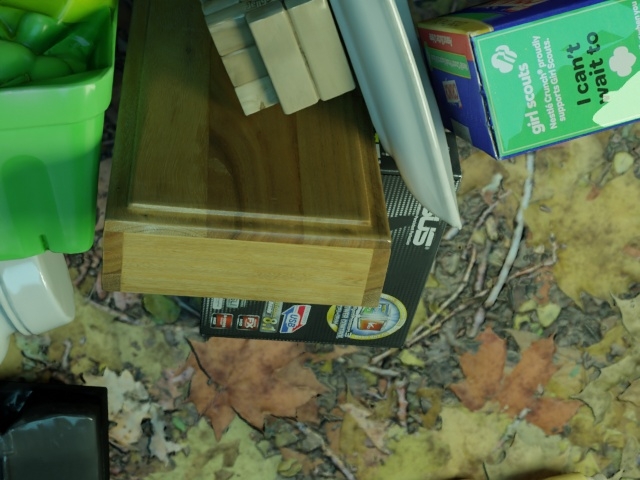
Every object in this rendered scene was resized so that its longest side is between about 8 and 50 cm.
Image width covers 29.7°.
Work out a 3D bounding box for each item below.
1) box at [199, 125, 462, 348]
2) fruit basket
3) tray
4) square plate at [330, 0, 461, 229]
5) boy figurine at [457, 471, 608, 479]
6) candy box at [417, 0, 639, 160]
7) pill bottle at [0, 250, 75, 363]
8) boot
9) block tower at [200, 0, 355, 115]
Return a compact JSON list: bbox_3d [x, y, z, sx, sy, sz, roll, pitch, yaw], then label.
[{"bbox_3d":[0.000,0.000,1.161,0.216,0.060,0.270,5,140,-8],"label":"box"},{"bbox_3d":[-0.270,-0.207,0.982,0.283,0.392,0.392,-6,107,-4],"label":"fruit basket"},{"bbox_3d":[-0.064,-0.114,1.012,0.203,0.411,0.076,4,130,-7],"label":"tray"},{"bbox_3d":[0.035,-0.229,0.990,0.049,0.344,0.347,-16,123,8],"label":"square plate"},{"bbox_3d":[0.255,0.336,1.342,0.285,0.092,0.177,10,105,-8],"label":"boy figurine"},{"bbox_3d":[0.267,-0.185,1.101,0.317,0.268,0.122,-18,104,-1],"label":"candy box"},{"bbox_3d":[-0.405,0.066,1.145,0.319,0.176,0.176,-19,107,-1],"label":"pill bottle"},{"bbox_3d":[-0.395,0.364,1.234,0.367,0.146,0.445,-4,113,-16],"label":"boot"},{"bbox_3d":[-0.065,-0.238,1.011,0.091,0.335,0.097,-21,132,0],"label":"block tower"}]
